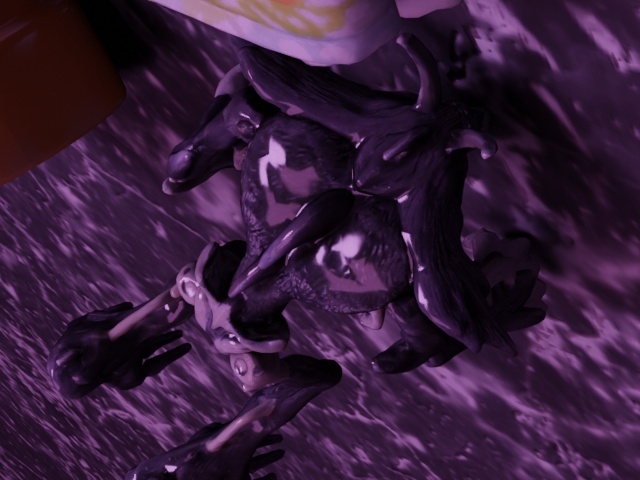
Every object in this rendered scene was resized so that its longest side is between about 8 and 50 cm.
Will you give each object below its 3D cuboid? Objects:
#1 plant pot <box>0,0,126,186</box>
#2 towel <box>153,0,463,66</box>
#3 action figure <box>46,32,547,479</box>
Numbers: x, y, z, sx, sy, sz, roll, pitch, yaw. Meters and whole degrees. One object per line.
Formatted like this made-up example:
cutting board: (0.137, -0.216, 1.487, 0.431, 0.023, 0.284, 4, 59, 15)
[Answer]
plant pot: (-0.223, -0.106, 0.891, 0.205, 0.205, 0.188, 1, 120, 63)
towel: (-0.130, -0.227, 0.582, 0.320, 0.090, 0.374, 22, 153, 38)
action figure: (0.000, 0.000, 0.758, 0.164, 0.141, 0.275, 49, 135, 3)
